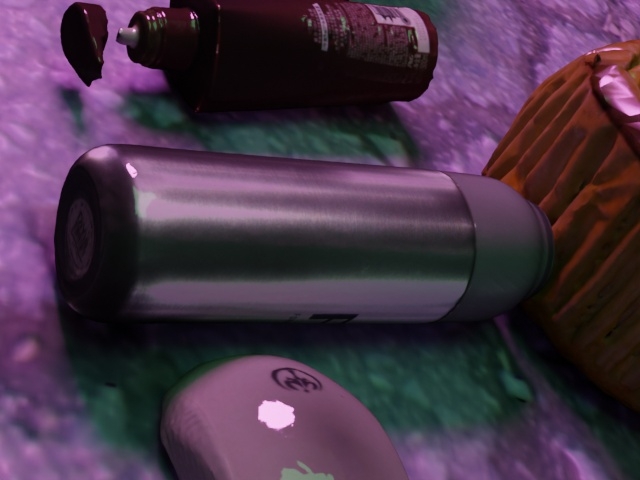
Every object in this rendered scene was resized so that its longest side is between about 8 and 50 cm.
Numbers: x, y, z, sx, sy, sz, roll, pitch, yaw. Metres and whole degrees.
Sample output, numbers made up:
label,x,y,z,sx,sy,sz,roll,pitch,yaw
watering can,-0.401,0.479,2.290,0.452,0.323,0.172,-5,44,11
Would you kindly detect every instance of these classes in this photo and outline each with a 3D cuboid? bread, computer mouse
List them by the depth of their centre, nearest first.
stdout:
label,x,y,z,sx,sy,sz,roll,pitch,yaw
computer mouse,-0.002,0.109,0.408,0.089,0.056,0.181,0,49,-30
bread,0.225,-0.012,0.633,0.253,0.142,0.227,-7,51,-43

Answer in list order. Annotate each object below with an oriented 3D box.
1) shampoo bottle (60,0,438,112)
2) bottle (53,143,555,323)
label,x,y,z,sx,sy,sz,roll,pitch,yaw
shampoo bottle,-0.035,-0.111,0.617,0.236,0.067,0.068,-3,31,-36
bottle,0.000,0.000,0.514,0.254,0.079,0.096,2,9,-32
